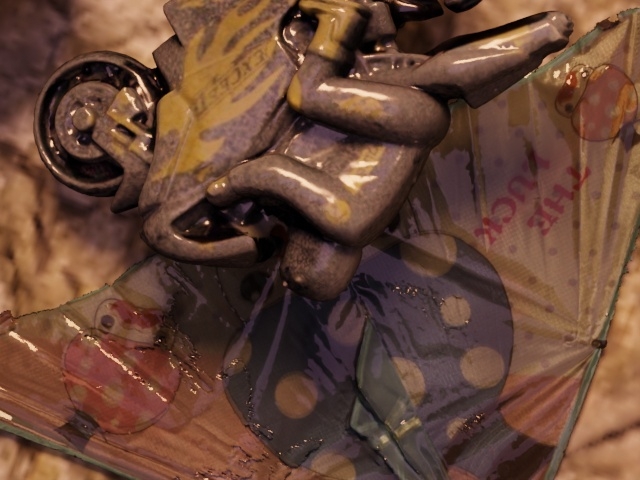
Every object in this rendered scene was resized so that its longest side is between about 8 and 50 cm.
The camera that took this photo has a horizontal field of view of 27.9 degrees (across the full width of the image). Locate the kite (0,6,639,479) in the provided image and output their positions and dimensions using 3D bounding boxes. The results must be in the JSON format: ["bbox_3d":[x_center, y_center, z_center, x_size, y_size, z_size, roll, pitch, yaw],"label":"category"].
[{"bbox_3d":[0.000,0.000,0.492,0.335,0.011,0.314,-25,90,5],"label":"kite"}]

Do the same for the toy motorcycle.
[{"bbox_3d":[-0.005,-0.043,0.455,0.193,0.061,0.124,-26,83,12],"label":"toy motorcycle"}]
